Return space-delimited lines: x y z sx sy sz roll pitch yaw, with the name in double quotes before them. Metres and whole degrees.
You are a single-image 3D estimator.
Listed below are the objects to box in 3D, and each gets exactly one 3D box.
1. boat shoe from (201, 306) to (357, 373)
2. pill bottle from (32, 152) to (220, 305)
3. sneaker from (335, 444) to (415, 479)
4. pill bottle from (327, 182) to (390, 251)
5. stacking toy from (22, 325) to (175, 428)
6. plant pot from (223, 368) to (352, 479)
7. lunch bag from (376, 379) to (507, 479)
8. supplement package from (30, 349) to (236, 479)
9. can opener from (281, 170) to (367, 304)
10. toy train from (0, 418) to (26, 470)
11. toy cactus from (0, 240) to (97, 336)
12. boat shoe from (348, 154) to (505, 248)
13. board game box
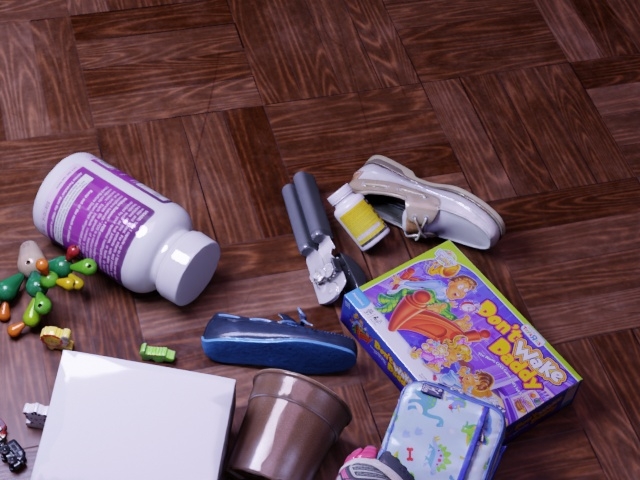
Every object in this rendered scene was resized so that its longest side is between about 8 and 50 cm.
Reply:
"boat shoe" -0.065 0.153 2.004 0.258 0.109 0.089 10 47 -1
"pill bottle" -0.327 -0.014 2.070 0.302 0.169 0.169 30 54 18
"sneaker" 0.133 0.435 1.736 0.299 0.121 0.112 41 29 -1
"pill bottle" 0.066 -0.043 2.174 0.065 0.065 0.116 -41 94 -31
"stacking toy" -0.356 0.227 1.946 0.221 0.052 0.167 7 51 -1
"plant pot" -0.057 0.310 1.849 0.167 0.167 0.165 19 59 9
"lunch bag" 0.180 0.329 1.834 0.176 0.090 0.218 21 86 11
"supplement package" -0.270 0.296 1.799 0.262 0.145 0.204 10 69 -1
"can opener" 0.000 0.000 2.169 0.093 0.074 0.280 15 42 -41
"toy train" -0.507 0.294 1.890 0.036 0.027 0.158 -30 60 -31
"toy cactus" -0.487 0.060 2.030 0.219 0.112 0.180 -32 39 4
"boat shoe" 0.185 -0.049 2.198 0.302 0.113 0.103 25 53 27
"board game box" 0.229 0.181 2.027 0.233 0.078 0.347 -27 58 -25
